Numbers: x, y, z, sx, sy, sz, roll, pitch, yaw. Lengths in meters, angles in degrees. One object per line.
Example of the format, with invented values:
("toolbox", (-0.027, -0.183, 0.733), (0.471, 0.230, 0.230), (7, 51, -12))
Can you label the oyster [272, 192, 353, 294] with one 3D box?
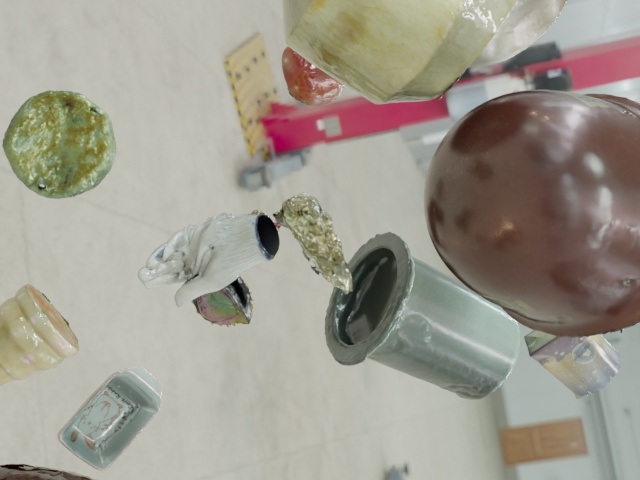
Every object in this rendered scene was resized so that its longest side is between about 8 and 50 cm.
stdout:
("oyster", (0.001, 0.000, 1.504), (0.209, 0.072, 0.133), (50, 8, -21))

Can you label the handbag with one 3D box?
("handbag", (0.463, 0.206, 1.778), (0.173, 0.117, 0.095), (41, 27, -25))

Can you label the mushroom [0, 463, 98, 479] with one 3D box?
("mushroom", (-0.242, 0.330, 0.877), (0.356, 0.331, 0.334), (-38, 113, -57))

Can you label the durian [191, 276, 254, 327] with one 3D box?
("durian", (-0.235, 0.122, 2.210), (0.187, 0.108, 0.119), (49, 22, -5))

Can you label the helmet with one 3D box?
("helmet", (0.272, -0.054, 1.266), (0.230, 0.385, 0.337), (16, 98, -36))

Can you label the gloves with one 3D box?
("gloves", (-0.170, 0.026, 1.481), (0.097, 0.229, 0.119), (15, 59, -78))

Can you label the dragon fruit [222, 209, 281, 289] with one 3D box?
("dragon fruit", (-0.155, 0.003, 1.803), (0.092, 0.192, 0.122), (40, 55, -18))

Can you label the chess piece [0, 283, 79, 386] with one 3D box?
("chess piece", (-0.513, 0.221, 1.304), (0.117, 0.397, 0.117), (52, -6, 7))

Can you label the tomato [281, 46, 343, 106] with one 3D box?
("tomato", (-0.005, -0.362, 2.052), (0.155, 0.069, 0.155), (15, 66, -37))

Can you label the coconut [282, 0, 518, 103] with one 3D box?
("coconut", (0.090, -0.342, 1.285), (0.323, 0.323, 0.323), (-11, 90, -79))

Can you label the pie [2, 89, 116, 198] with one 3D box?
("pie", (-0.429, -0.160, 1.623), (0.041, 0.187, 0.187), (125, -44, -81))

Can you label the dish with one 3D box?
("dish", (-0.459, 0.374, 2.153), (0.154, 0.234, 0.064), (49, -12, -32))

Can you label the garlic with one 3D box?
("garlic", (0.296, -0.376, 1.596), (0.143, 0.318, 0.112), (42, -29, 37))

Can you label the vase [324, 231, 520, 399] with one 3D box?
("vase", (0.186, 0.148, 1.725), (0.291, 0.245, 0.245), (26, 42, -26))
